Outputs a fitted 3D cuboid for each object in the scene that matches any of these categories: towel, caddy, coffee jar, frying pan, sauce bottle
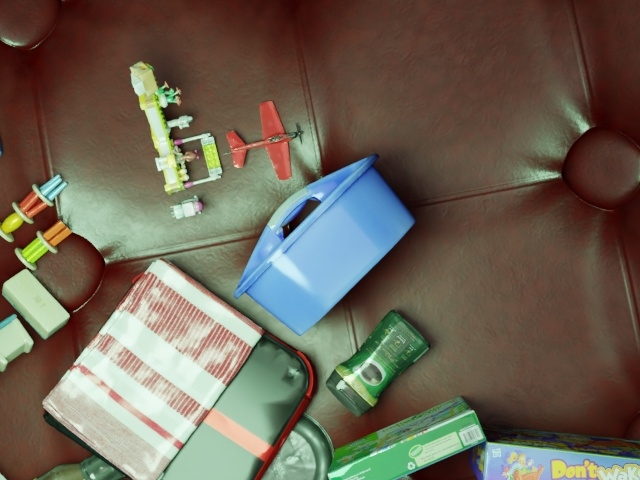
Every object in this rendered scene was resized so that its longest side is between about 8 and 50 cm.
[{"bbox_3d":[-0.284,0.220,1.586,0.237,0.037,0.329,35,79,7],"label":"towel"},{"bbox_3d":[0.000,0.000,1.571,0.341,0.241,0.179,-45,91,-1],"label":"caddy"},{"bbox_3d":[0.098,0.216,1.628,0.096,0.079,0.184,45,89,2],"label":"coffee jar"},{"bbox_3d":[-0.135,0.389,1.651,0.326,0.053,0.197,7,85,2],"label":"frying pan"},{"bbox_3d":[-0.481,0.467,1.632,0.344,0.111,0.111,-35,85,-1],"label":"sauce bottle"}]

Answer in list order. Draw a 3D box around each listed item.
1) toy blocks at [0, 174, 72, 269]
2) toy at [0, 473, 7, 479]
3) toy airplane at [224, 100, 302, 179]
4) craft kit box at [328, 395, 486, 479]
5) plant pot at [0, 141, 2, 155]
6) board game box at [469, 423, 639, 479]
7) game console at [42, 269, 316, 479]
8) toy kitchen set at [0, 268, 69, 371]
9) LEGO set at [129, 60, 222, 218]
[{"bbox_3d":[-0.505,-0.038,1.696,0.148,0.054,0.123,-41,84,0],"label":"toy blocks"},{"bbox_3d":[-0.642,0.437,1.640,0.237,0.056,0.137,34,65,29],"label":"toy"},{"bbox_3d":[-0.107,-0.179,1.693,0.151,0.028,0.151,0,87,3],"label":"toy airplane"},{"bbox_3d":[0.140,0.338,1.535,0.249,0.246,0.061,-24,82,1],"label":"craft kit box"},{"bbox_3d":[-0.729,-0.253,1.643,0.236,0.236,0.212,-11,79,3],"label":"plant pot"},{"bbox_3d":[0.431,0.370,1.520,0.347,0.233,0.078,5,87,4],"label":"board game box"},{"bbox_3d":[-0.237,0.265,1.623,0.386,0.060,0.342,31,78,8],"label":"game console"},{"bbox_3d":[-0.586,0.183,1.685,0.122,0.166,0.207,47,53,5],"label":"toy kitchen set"},{"bbox_3d":[-0.247,-0.188,1.651,0.107,0.132,0.287,-14,107,-3],"label":"LEGO set"}]
